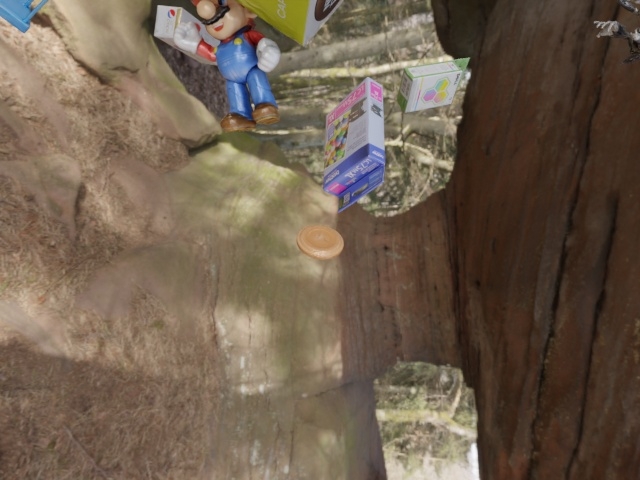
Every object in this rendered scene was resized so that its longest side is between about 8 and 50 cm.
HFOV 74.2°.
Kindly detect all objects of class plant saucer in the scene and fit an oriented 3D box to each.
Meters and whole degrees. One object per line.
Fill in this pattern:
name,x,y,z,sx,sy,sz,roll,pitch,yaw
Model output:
plant saucer,0.000,0.000,0.743,0.083,0.084,0.013,-73,177,-47

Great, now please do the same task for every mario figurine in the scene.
mario figurine,-0.193,-0.389,0.858,0.170,0.198,0.320,-151,-134,-80

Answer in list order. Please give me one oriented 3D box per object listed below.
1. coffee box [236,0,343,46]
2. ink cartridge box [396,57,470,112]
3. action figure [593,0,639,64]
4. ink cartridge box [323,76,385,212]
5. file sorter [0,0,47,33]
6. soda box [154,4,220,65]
coffee box,-0.050,-0.582,0.613,0.334,0.338,0.337,-55,180,-15
ink cartridge box,0.330,-0.441,1.201,0.109,0.209,0.062,95,-23,-54
action figure,0.745,-0.534,0.998,0.164,0.141,0.275,129,-34,-70
ink cartridge box,0.083,-0.246,1.094,0.065,0.186,0.311,18,59,-31
file sorter,-0.360,-0.350,0.476,0.118,0.104,0.170,37,23,-53
soda box,-0.330,-0.521,1.091,0.216,0.069,0.073,-19,121,-74
